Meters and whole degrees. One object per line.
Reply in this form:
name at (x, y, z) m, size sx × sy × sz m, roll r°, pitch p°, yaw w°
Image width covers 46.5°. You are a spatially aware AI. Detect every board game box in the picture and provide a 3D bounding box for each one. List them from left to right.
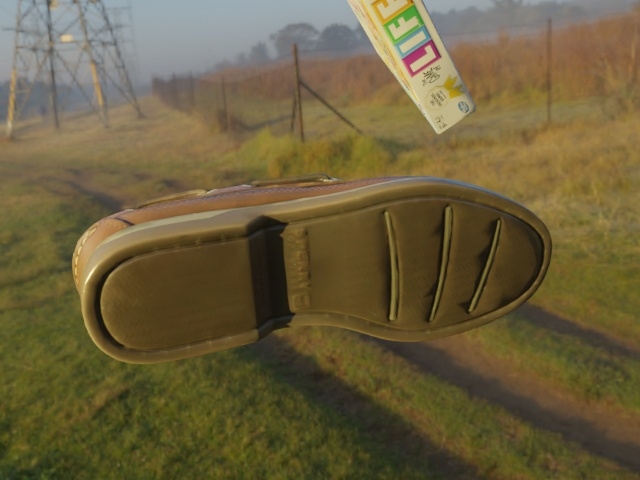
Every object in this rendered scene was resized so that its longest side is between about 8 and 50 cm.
board game box at (0.026, -0.140, 0.398) m, size 0.026 × 0.154 × 0.103 m, roll -32°, pitch 42°, yaw 9°

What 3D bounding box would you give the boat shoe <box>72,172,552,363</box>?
boat shoe at (0.000, 0.000, 0.485) m, size 0.307 × 0.110 × 0.104 m, roll -1°, pitch 21°, yaw -20°
